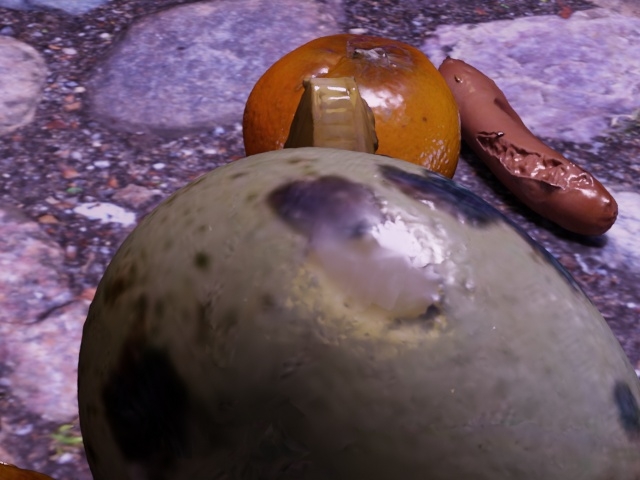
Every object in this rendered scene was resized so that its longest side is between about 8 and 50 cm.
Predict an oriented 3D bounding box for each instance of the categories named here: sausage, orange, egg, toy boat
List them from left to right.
[{"bbox_3d":[0.000,0.000,1.479,0.089,0.321,0.121,-2,43,-7],"label":"toy boat"},{"bbox_3d":[0.031,-0.112,1.808,0.224,0.170,0.224,6,30,-4],"label":"orange"},{"bbox_3d":[0.035,0.127,1.248,0.428,0.345,0.345,38,41,19],"label":"egg"},{"bbox_3d":[0.203,-0.095,1.906,0.078,0.078,0.304,-10,38,-25],"label":"sausage"}]

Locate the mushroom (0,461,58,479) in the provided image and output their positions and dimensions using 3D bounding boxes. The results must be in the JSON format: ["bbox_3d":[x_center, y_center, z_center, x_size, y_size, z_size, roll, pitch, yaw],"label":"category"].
[{"bbox_3d":[-0.234,0.237,1.162,0.263,0.195,0.283,-8,33,-11],"label":"mushroom"}]
